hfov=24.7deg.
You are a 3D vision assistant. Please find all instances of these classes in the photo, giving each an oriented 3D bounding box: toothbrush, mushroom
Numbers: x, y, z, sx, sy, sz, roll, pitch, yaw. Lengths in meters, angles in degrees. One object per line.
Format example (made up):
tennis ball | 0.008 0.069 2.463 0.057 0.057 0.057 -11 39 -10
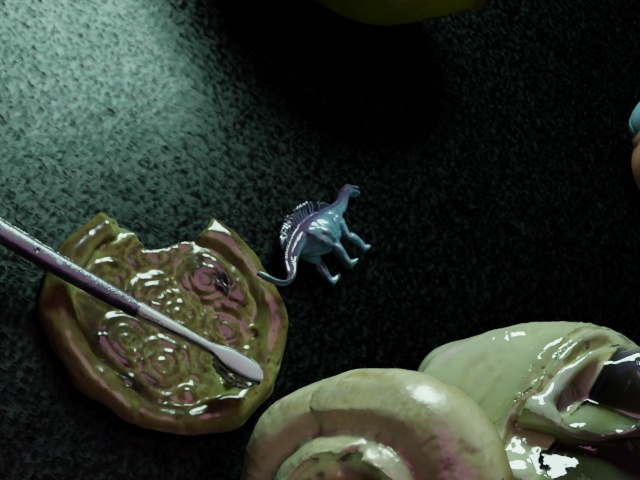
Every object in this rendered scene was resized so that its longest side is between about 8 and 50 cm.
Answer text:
toothbrush | -0.173 0.048 1.231 0.288 0.026 0.024 31 52 -12
mushroom | 0.036 0.225 1.158 0.260 0.253 0.234 23 5 25

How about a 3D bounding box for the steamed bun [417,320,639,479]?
steamed bun | 0.237 0.208 1.327 0.320 0.206 0.275 44 48 -9

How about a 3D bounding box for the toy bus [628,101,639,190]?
toy bus | 0.476 -0.115 1.674 0.232 0.194 0.287 42 50 4

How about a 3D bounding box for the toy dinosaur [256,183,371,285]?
toy dinosaur | 0.000 0.000 1.390 0.080 0.045 0.197 46 40 -1

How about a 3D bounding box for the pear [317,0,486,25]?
pear | 0.062 -0.360 1.497 0.321 0.269 0.269 19 55 -8

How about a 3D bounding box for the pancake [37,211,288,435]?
pancake | -0.131 0.070 1.278 0.235 0.029 0.211 -3 67 -32
